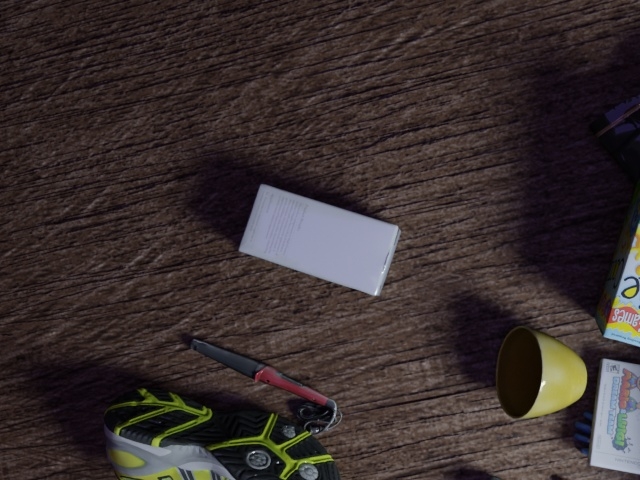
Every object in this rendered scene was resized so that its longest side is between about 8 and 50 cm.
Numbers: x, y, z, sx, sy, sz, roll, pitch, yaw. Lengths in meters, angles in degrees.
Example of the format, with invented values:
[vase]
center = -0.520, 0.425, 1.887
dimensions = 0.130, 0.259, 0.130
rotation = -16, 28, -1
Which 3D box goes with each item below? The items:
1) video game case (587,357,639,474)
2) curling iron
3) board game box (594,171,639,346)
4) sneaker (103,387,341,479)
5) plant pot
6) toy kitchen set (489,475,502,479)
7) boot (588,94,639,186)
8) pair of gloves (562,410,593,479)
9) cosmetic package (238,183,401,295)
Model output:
[video game case]
center = 0.473, 0.263, 1.264
dimensions = 0.143, 0.019, 0.157
rotation = 10, 79, 4
[curling iron]
center = -0.092, 0.227, 1.376
dimensions = 0.274, 0.035, 0.068
rotation = 28, 90, 11
[board game box]
center = 0.499, 0.013, 1.212
dimensions = 0.144, 0.142, 0.276
rotation = 16, 99, 11
[sneaker]
center = -0.150, 0.348, 1.340
dimensions = 0.384, 0.145, 0.147
rotation = 17, 122, 12
[plant pot]
center = 0.331, 0.198, 1.268
dimensions = 0.095, 0.134, 0.134
rotation = 8, 86, -16
[toy kitchen set]
center = 0.169, 0.406, 1.292
dimensions = 0.207, 0.122, 0.166
rotation = 25, 89, -9
[boot]
center = 0.525, -0.171, 1.291
dimensions = 0.197, 0.077, 0.137
rotation = -33, 85, 19
[pair of gloves]
center = 0.439, 0.348, 1.279
dimensions = 0.159, 0.023, 0.198
rotation = 18, 89, 11
[cosmetic package]
center = 0.000, 0.000, 1.357
dimensions = 0.231, 0.085, 0.117
rotation = 19, 89, 9
